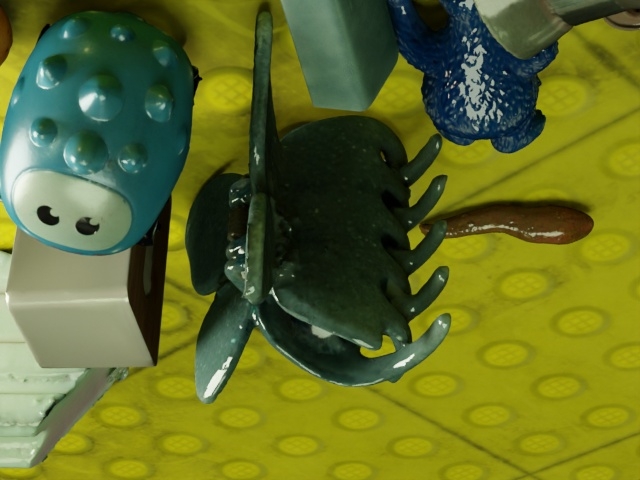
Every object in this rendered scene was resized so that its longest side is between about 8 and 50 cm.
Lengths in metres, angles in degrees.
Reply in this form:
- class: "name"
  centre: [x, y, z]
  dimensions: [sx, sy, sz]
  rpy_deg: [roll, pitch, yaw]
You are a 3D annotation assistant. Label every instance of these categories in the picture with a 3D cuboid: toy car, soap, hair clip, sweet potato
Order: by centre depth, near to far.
- class: "toy car"
  centre: [-0.225, -0.111, 1.498]
  dimensions: [0.188, 0.255, 0.190]
  rpy_deg: [18, 179, -5]
- class: "hair clip"
  centre: [0.000, 0.000, 1.610]
  dimensions: [0.238, 0.318, 0.392]
  rpy_deg: [9, 142, -13]
- class: "sweet potato"
  centre: [0.227, -0.019, 1.820]
  dimensions: [0.214, 0.050, 0.050]
  rpy_deg: [0, 145, 6]
- class: "soap"
  centre: [-0.467, 0.147, 1.863]
  dimensions: [0.446, 0.261, 0.156]
  rpy_deg: [0, 145, -2]

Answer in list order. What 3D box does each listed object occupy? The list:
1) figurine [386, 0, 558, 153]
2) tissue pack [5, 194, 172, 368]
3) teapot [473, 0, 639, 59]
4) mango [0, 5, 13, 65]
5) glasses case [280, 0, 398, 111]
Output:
- class: "figurine"
  centre: [0.159, -0.181, 1.518]
  dimensions: [0.164, 0.121, 0.262]
  rpy_deg: [-10, 142, 20]
- class: "tissue pack"
  centre: [-0.255, 0.004, 1.675]
  dimensions: [0.136, 0.246, 0.159]
  rpy_deg: [-2, 146, 6]
- class: "teapot"
  centre: [0.315, -0.288, 1.281]
  dimensions: [0.344, 0.253, 0.300]
  rpy_deg: [-13, 154, 29]
- class: "mango"
  centre: [-0.369, -0.208, 1.517]
  dimensions: [0.105, 0.084, 0.159]
  rpy_deg: [-5, 169, -21]
- class: "glasses case"
  centre: [0.015, -0.246, 1.402]
  dimensions: [0.105, 0.056, 0.266]
  rpy_deg: [-38, 137, -20]
